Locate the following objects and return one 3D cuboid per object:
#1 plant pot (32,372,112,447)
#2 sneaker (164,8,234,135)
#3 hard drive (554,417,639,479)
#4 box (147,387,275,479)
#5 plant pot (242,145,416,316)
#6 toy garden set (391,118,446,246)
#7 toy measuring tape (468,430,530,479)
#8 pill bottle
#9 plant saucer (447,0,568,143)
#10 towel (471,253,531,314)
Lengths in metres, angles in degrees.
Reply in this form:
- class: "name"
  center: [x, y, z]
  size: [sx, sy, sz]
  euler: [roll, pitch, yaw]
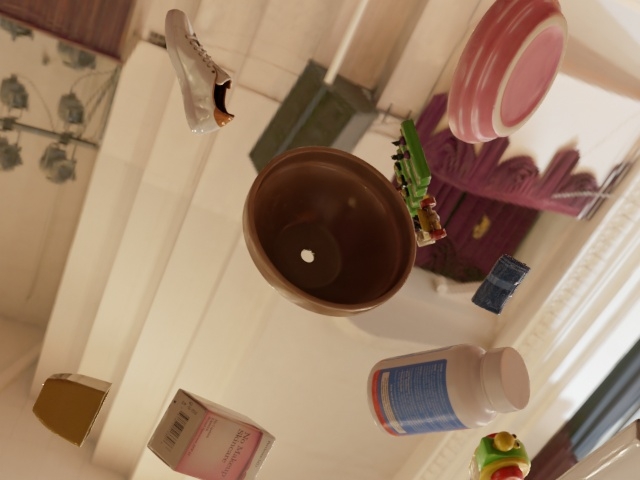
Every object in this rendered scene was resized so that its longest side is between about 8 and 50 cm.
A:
- class: "plant pot"
  center: [-0.348, 0.225, 1.062]
  size: [0.083, 0.081, 0.081]
  euler: [26, 176, -7]
- class: "sneaker"
  center: [-0.264, -0.394, 1.744]
  size: [0.106, 0.123, 0.290]
  euler: [-28, -77, -72]
- class: "hard drive"
  center: [0.514, 0.404, 1.213]
  size: [0.233, 0.353, 0.047]
  euler: [19, -128, -1]
- class: "box"
  center: [-0.240, 0.451, 1.714]
  size: [0.127, 0.148, 0.232]
  euler: [20, 169, 47]
- class: "plant pot"
  center: [0.000, 0.000, 1.033]
  size: [0.237, 0.110, 0.237]
  euler: [10, -117, -20]
- class: "toy garden set"
  center: [0.162, -0.076, 1.378]
  size: [0.049, 0.244, 0.203]
  euler: [-15, -104, -1]
- class: "toy measuring tape"
  center: [0.390, 0.523, 1.700]
  size: [0.121, 0.330, 0.121]
  euler: [2, -137, -2]
- class: "pill bottle"
  center: [0.190, 0.221, 1.141]
  size: [0.124, 0.222, 0.124]
  euler: [23, -121, -45]
- class: "plant saucer"
  center: [0.378, -0.332, 1.491]
  size: [0.084, 0.332, 0.332]
  euler: [33, -150, 29]
- class: "towel"
  center: [0.349, 0.086, 1.489]
  size: [0.067, 0.119, 0.029]
  euler: [24, -157, -17]
